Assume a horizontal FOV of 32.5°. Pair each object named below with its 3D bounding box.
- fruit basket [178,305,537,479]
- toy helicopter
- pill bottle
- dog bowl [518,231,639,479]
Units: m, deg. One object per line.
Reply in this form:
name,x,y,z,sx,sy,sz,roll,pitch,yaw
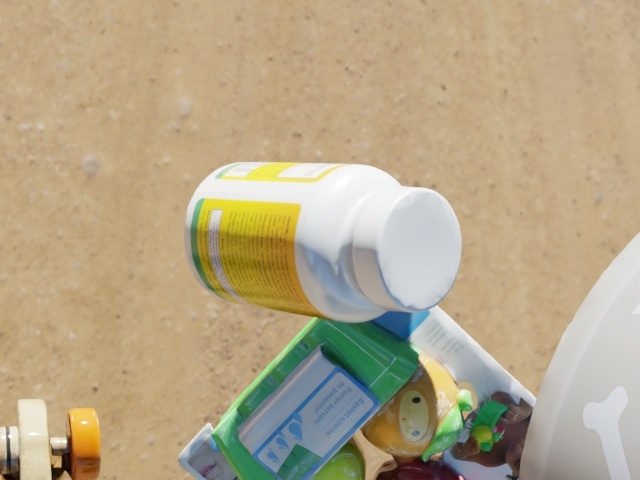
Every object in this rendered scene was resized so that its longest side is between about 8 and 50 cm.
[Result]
fruit basket,0.074,0.245,1.163,0.353,0.327,0.165,45,11,6
toy helicopter,-0.333,0.362,1.264,0.140,0.235,0.355,-1,78,-19
pill bottle,0.000,0.000,0.830,0.118,0.208,0.117,-4,96,-43
dog bowl,0.265,0.123,0.466,0.349,0.102,0.348,-1,97,-12
